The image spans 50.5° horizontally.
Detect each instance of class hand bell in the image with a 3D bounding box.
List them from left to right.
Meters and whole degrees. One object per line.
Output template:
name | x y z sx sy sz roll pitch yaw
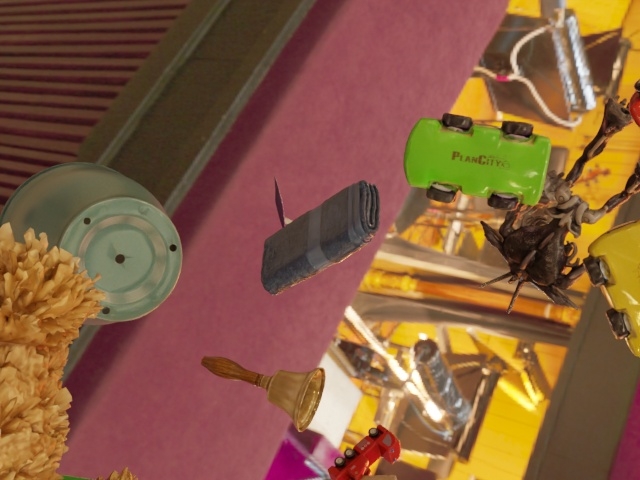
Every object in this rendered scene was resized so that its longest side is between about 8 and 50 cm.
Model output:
hand bell | -0.124 0.269 1.322 0.126 0.242 0.126 16 90 -70

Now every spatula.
spatula | -0.056 -0.024 1.438 0.296 0.030 0.084 61 10 -58

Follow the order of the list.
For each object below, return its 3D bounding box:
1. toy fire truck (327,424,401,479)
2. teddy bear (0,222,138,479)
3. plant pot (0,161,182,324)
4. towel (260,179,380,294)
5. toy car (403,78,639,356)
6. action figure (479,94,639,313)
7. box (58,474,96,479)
toy fire truck | 0.088 0.424 1.202 0.192 0.135 0.047 -33 127 -26
teddy bear | -0.191 0.152 0.296 0.245 0.113 0.338 21 87 -33
plant pot | -0.345 0.013 1.069 0.271 0.255 0.272 -4 98 -33
towel | 0.000 0.000 0.577 0.029 0.119 0.067 39 37 -30
toy car | 0.172 -0.050 0.474 0.053 0.225 0.239 -53 152 -73
action figure | 0.313 -0.028 0.829 0.141 0.164 0.276 -15 147 -44
box | -0.283 0.485 1.119 0.231 0.262 0.127 41 52 -47
